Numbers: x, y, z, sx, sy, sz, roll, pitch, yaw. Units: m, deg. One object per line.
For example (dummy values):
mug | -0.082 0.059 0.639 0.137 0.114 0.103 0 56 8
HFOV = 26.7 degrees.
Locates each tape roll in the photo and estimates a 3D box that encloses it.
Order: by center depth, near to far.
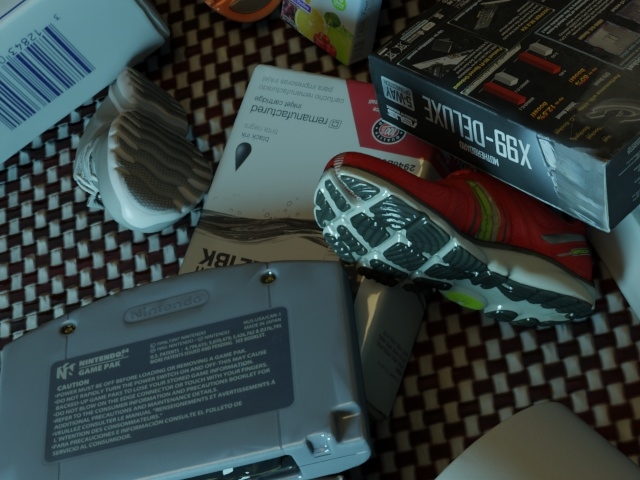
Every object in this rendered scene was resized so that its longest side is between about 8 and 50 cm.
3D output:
tape roll | 0.159 0.261 0.962 0.169 0.246 0.246 40 87 28

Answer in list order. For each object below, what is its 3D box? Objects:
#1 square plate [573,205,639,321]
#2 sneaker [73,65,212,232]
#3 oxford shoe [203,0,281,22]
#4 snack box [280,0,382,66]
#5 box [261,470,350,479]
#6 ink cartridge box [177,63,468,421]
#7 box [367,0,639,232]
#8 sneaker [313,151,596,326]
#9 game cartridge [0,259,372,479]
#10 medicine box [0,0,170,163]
square plate | 0.392 -0.048 1.104 0.344 0.049 0.347 -31 62 8
sneaker | -0.176 -0.062 1.265 0.115 0.105 0.281 -51 19 14
oxford shoe | -0.148 -0.371 1.411 0.130 0.133 0.364 -33 80 -2
snack box | 0.015 -0.252 1.285 0.037 0.141 0.100 -28 54 -37
box | -0.059 0.276 1.083 0.203 0.168 0.167 2 70 23
ink cartridge box | 0.000 0.000 1.200 0.197 0.114 0.273 13 76 24
box | 0.231 -0.167 1.097 0.307 0.077 0.242 -40 49 -23
sneaker | 0.110 -0.017 1.100 0.107 0.279 0.118 -27 48 47
game cartridge | -0.112 0.116 1.065 0.297 0.062 0.198 -14 43 9
medicine box | -0.342 -0.257 1.399 0.263 0.149 0.289 -36 53 5
